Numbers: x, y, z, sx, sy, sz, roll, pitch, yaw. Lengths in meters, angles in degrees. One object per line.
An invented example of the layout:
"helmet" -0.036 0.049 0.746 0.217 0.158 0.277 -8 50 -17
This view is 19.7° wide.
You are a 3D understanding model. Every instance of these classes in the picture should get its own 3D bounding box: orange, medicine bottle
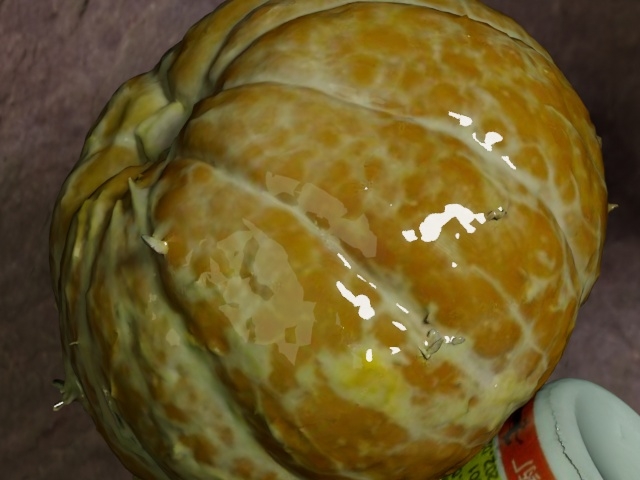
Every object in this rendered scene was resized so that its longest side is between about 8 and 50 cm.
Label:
"orange" 0.000 0.000 1.014 0.329 0.249 0.329 -38 33 29
"medicine bottle" 0.096 0.190 1.028 0.225 0.139 0.139 -41 65 25
